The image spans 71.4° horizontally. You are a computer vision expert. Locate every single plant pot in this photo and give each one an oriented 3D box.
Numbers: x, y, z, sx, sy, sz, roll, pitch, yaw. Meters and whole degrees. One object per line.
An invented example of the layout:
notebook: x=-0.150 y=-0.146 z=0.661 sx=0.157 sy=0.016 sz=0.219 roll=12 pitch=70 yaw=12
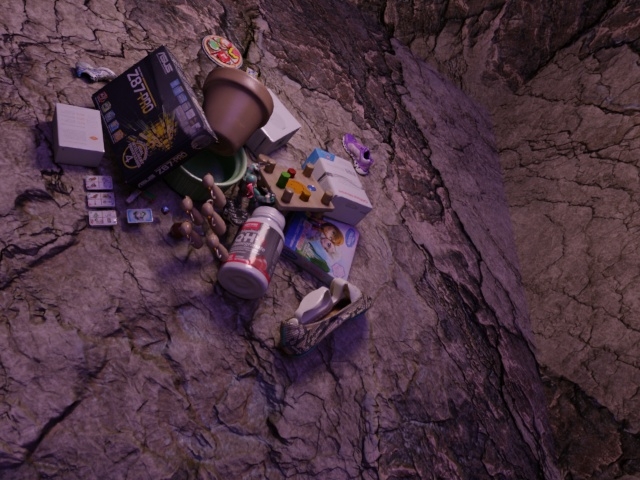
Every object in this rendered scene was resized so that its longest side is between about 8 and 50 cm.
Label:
plant pot: x=-0.324 y=-0.430 z=1.568 sx=0.263 sy=0.263 sz=0.230 roll=30 pitch=67 yaw=-21

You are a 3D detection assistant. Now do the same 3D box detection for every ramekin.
ramekin: x=-0.439 y=-0.293 z=1.641 sx=0.303 sy=0.148 sz=0.304 roll=20 pitch=52 yaw=-28

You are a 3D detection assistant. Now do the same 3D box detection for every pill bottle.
pill bottle: x=-0.229 y=0.032 z=1.582 sx=0.176 sy=0.176 sz=0.319 roll=33 pitch=47 yaw=-18

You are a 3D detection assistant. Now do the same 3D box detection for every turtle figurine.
turtle figurine: x=-0.252 y=-0.205 z=1.675 sx=0.118 sy=0.234 sz=0.175 roll=-12 pitch=78 yaw=-21

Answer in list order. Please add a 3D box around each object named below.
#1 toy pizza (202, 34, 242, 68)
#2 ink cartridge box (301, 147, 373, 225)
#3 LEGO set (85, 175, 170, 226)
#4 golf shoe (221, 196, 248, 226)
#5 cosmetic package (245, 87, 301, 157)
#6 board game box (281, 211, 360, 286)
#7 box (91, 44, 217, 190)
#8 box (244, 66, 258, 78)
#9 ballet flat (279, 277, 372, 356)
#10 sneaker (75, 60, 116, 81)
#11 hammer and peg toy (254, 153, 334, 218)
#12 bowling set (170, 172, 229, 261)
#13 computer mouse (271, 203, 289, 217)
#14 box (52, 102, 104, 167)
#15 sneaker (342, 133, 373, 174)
toy pizza: x=-0.456 y=-0.892 z=2.096 sx=0.201 sy=0.032 sz=0.202 roll=20 pitch=52 yaw=-28
ink cartridge box: x=0.070 y=-0.237 z=1.977 sx=0.223 sy=0.129 sz=0.308 roll=16 pitch=41 yaw=-38
LEGO set: x=-0.630 y=-0.127 z=1.466 sx=0.244 sy=0.060 sz=0.183 roll=-5 pitch=67 yaw=-28
golf shoe: x=-0.312 y=-0.079 z=1.599 sx=0.077 sy=0.094 sz=0.198 roll=17 pitch=19 yaw=-24
cosmetic package: x=-0.248 y=-0.511 z=1.943 sx=0.225 sy=0.138 sz=0.224 roll=50 pitch=44 yaw=-3
board game box: x=0.000 y=0.000 z=1.866 sx=0.318 sy=0.066 sz=0.319 roll=34 pitch=46 yaw=-17
box: x=-0.557 y=-0.408 z=1.481 sx=0.395 sy=0.318 sz=0.097 roll=62 pitch=6 yaw=20
box: x=-0.338 y=-0.722 z=2.066 sx=0.059 sy=0.054 sz=0.169 roll=24 pitch=51 yaw=-25
ballet flat: x=0.036 y=0.245 z=1.649 sx=0.482 sy=0.163 sz=0.182 roll=-26 pitch=118 yaw=-43
sneaker: x=-0.812 y=-0.595 z=1.612 sx=0.135 sy=0.052 sz=0.058 roll=6 pitch=69 yaw=-28
hammer and peg toy: x=-0.115 y=-0.244 z=1.803 sx=0.265 sy=0.127 sz=0.361 roll=0 pitch=43 yaw=-35
bowling set: x=-0.412 y=-0.057 z=1.452 sx=0.199 sy=0.154 sz=0.287 roll=-14 pitch=60 yaw=1
computer mouse: x=-0.177 y=-0.115 z=1.814 sx=0.106 sy=0.042 sz=0.193 roll=47 pitch=44 yaw=-3
box: x=-0.780 y=-0.336 z=1.432 sx=0.130 sy=0.091 sz=0.171 roll=2 pitch=62 yaw=-38
sneaker: x=0.202 y=-0.463 z=2.303 sx=0.095 sy=0.104 sz=0.237 roll=-14 pitch=72 yaw=-42
